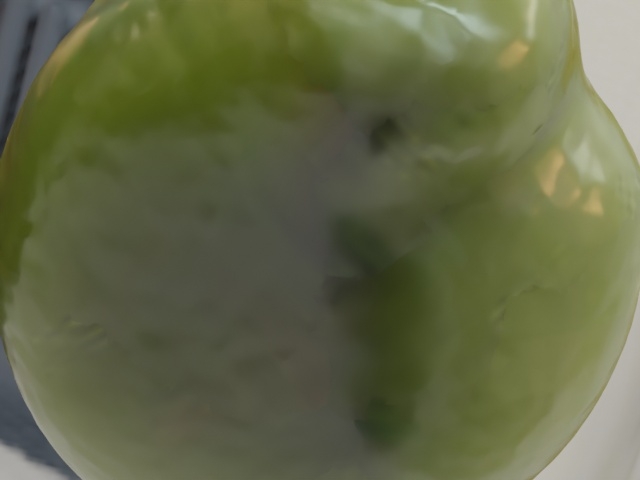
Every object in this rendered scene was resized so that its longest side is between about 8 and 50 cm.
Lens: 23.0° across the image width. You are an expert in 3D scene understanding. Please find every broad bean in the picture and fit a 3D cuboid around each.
[{"bbox_3d":[0.000,0.000,0.572,0.238,0.291,0.119,20,30,-6],"label":"broad bean"}]
